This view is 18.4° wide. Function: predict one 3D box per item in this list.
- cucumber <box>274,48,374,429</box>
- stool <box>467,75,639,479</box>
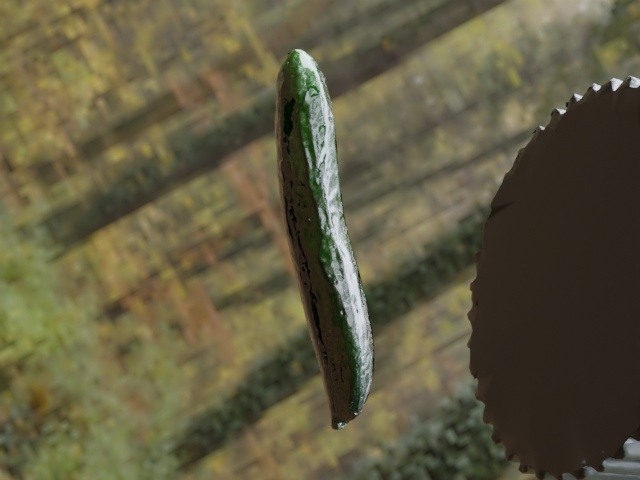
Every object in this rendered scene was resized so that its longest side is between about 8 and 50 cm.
[{"bbox_3d":[0.000,0.000,0.921,0.036,0.033,0.184,31,-45,62],"label":"cucumber"},{"bbox_3d":[0.325,0.060,1.483,0.330,0.297,0.297,14,22,-27],"label":"stool"}]
